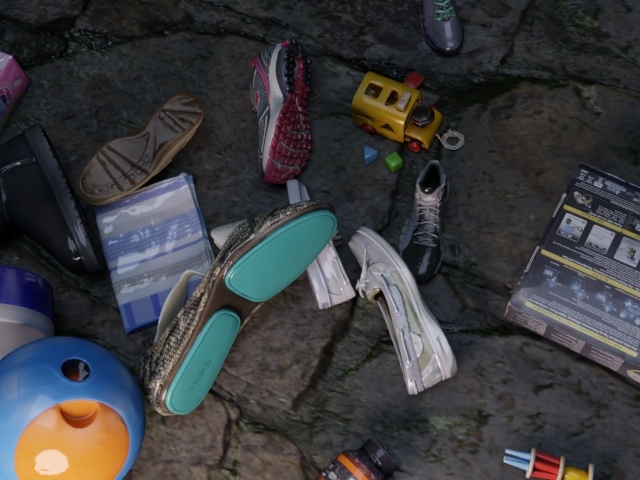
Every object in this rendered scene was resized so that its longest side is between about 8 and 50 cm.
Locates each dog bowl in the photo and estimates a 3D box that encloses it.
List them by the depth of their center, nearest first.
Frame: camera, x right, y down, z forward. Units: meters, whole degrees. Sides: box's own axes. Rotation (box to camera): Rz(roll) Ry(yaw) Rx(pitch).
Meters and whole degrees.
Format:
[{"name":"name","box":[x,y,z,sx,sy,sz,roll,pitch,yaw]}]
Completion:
[{"name":"dog bowl","box":[-0.613,0.139,1.731,0.264,0.265,0.104,-8,66,3]}]

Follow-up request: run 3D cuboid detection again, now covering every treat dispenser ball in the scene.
[{"name":"treat dispenser ball","box":[-0.442,0.306,1.634,0.288,0.288,0.288,-2,68,5]}]

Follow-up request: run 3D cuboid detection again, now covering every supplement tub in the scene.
[{"name":"supplement tub","box":[0.040,0.429,1.634,0.198,0.106,0.106,-44,71,-12]}]

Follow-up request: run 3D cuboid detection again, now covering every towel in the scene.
[{"name":"towel","box":[-0.316,0.020,1.871,0.209,0.034,0.285,-18,68,0]}]

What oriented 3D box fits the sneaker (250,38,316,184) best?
[{"name":"sneaker","box":[-0.086,-0.249,1.921,0.112,0.121,0.299,-10,65,34]}]

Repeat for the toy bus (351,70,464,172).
[{"name":"toy bus","box":[0.160,-0.253,1.889,0.202,0.104,0.191,-20,68,-2]}]

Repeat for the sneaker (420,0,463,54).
[{"name":"sneaker","box":[0.240,-0.492,1.977,0.083,0.098,0.224,-13,68,1]}]

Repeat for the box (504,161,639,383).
[{"name":"box","box":[0.575,0.078,1.720,0.394,0.097,0.318,25,72,15]}]

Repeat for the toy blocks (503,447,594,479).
[{"name":"toy blocks","box":[0.376,0.418,1.629,0.148,0.054,0.123,13,70,11]}]

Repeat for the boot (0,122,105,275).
[{"name":"boot","box":[-0.674,0.011,1.848,0.445,0.146,0.367,-27,58,-9]}]

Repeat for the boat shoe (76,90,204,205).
[{"name":"boat shoe","box":[-0.350,-0.172,1.918,0.109,0.098,0.302,44,77,6]}]

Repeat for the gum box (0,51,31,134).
[{"name":"gum box","box":[-0.681,-0.295,1.993,0.062,0.107,0.188,20,72,13]}]

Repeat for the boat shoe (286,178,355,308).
[{"name":"boat shoe","box":[0.000,0.000,1.822,0.084,0.095,0.258,-16,78,-5]}]

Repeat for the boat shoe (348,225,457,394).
[{"name":"boat shoe","box":[0.130,0.120,1.742,0.103,0.118,0.320,-26,75,-9]}]

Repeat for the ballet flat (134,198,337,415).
[{"name":"ballet flat","box":[-0.177,0.086,1.736,0.483,0.164,0.182,-52,51,2]}]

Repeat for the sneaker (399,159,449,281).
[{"name":"sneaker","box":[0.192,-0.046,1.789,0.086,0.132,0.229,6,69,8]}]
